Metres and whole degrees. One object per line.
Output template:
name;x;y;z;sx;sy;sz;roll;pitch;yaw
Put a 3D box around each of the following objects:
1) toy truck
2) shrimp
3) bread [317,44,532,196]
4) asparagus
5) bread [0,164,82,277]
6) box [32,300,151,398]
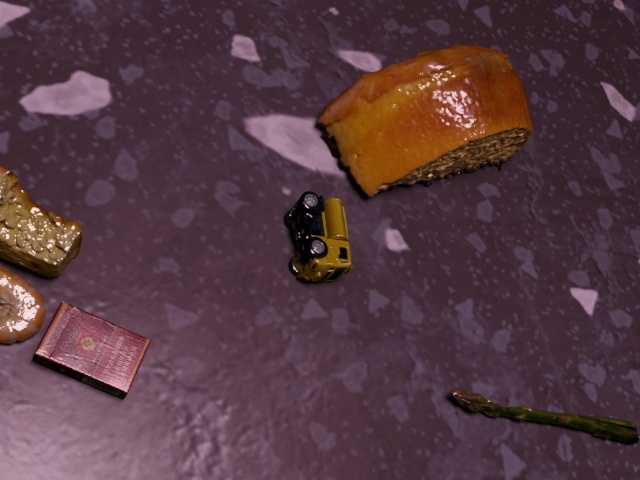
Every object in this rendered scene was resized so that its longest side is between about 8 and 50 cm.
toy truck;0.000;0.000;0.811;0.054;0.049;0.083;5;62;-24
shrimp;-0.277;0.044;0.677;0.108;0.023;0.059;34;65;-6
bread;0.140;-0.143;0.896;0.260;0.134;0.129;-17;74;-30
asparagus;0.229;0.179;0.844;0.233;0.022;0.023;15;104;-20
bread;-0.302;-0.043;0.669;0.226;0.088;0.049;26;56;-9
box;-0.190;0.092;0.691;0.082;0.023;0.051;26;57;-11
